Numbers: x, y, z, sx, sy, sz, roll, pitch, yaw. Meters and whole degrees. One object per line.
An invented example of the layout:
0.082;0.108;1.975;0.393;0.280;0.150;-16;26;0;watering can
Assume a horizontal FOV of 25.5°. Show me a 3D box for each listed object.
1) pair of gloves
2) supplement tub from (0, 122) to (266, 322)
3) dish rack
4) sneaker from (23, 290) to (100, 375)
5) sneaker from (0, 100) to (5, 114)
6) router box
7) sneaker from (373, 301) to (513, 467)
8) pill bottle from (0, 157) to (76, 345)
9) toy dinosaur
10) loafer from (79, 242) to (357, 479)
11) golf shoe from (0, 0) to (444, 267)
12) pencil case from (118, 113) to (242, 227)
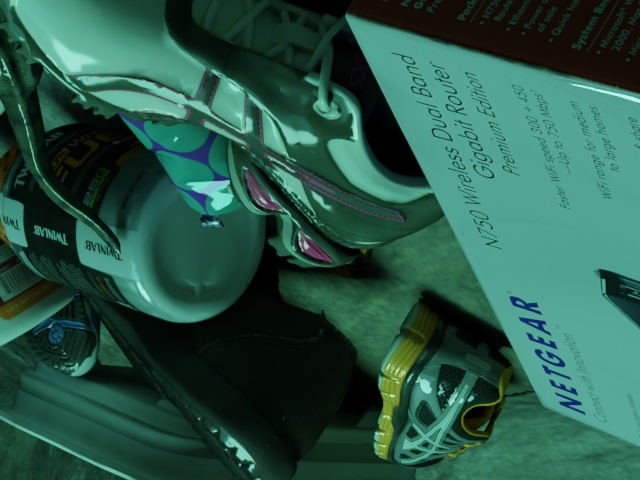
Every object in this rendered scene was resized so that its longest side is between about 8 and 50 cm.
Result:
0.000;0.000;0.955;0.074;0.010;0.083;29;161;9;pair of gloves
-0.138;-0.017;0.965;0.190;0.117;0.117;14;155;43;supplement tub
-0.088;0.156;1.253;0.333;0.072;0.285;11;-179;-45;dish rack
-0.219;0.038;1.237;0.081;0.080;0.211;33;-157;-41;sneaker
-0.341;-0.156;0.950;0.290;0.106;0.123;32;160;-4;sneaker
0.200;0.018;0.551;0.301;0.082;0.335;20;159;32;router box
0.090;0.121;1.017;0.083;0.084;0.215;22;160;14;sneaker
-0.297;-0.022;1.112;0.221;0.121;0.121;61;157;-7;pill bottle
-0.183;-0.116;0.815;0.118;0.064;0.268;-122;11;-46;toy dinosaur
-0.083;0.056;1.056;0.366;0.130;0.134;38;162;50;loafer
-0.035;-0.092;0.664;0.120;0.105;0.273;-14;140;45;golf shoe
-0.086;-0.075;0.808;0.070;0.064;0.151;-8;143;26;pencil case
